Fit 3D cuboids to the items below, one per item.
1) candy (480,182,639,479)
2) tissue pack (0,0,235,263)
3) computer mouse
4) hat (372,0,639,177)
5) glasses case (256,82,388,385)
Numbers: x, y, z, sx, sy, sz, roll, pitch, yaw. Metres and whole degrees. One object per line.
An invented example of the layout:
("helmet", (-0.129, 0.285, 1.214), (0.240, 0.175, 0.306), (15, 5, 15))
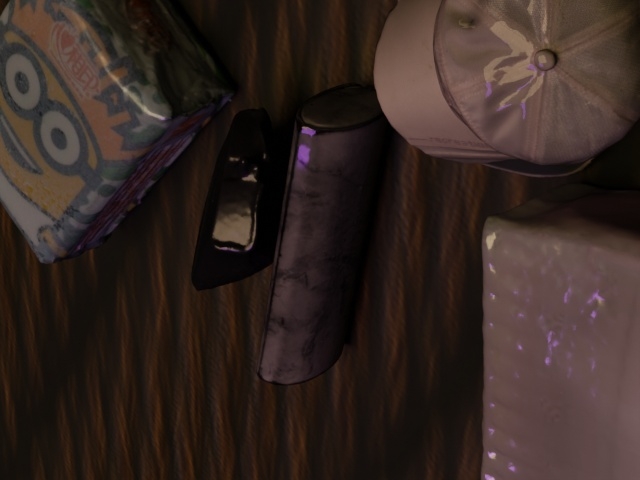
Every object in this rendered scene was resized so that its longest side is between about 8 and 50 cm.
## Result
("candy", (0.250, 0.132, 1.267), (0.208, 0.145, 0.358), (19, 122, 38))
("tissue pack", (-0.252, -0.147, 1.623), (0.228, 0.128, 0.311), (55, 136, 7))
("computer mouse", (-0.070, -0.032, 1.505), (0.264, 0.088, 0.147), (119, 160, -74))
("hat", (0.141, -0.147, 1.222), (0.275, 0.161, 0.232), (-9, 100, 50))
("glasses case", (0.000, 0.000, 1.462), (0.060, 0.114, 0.299), (31, 129, 28))
